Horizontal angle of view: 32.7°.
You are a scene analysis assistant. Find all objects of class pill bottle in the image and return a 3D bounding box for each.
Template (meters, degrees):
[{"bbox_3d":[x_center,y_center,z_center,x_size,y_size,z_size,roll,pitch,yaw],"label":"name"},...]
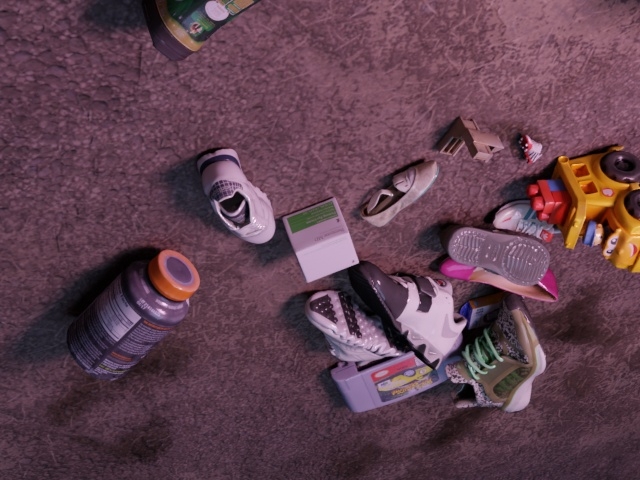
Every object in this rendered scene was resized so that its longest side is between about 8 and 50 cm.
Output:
[{"bbox_3d":[-0.310,0.120,1.843,0.130,0.130,0.245,20,128,-43],"label":"pill bottle"}]

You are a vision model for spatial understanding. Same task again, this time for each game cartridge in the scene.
[{"bbox_3d":[0.179,0.280,2.378,0.294,0.060,0.196,-22,149,2],"label":"game cartridge"}]

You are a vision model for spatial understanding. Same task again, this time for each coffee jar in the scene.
[{"bbox_3d":[-0.142,-0.313,1.386,0.184,0.096,0.079,-33,141,18],"label":"coffee jar"}]

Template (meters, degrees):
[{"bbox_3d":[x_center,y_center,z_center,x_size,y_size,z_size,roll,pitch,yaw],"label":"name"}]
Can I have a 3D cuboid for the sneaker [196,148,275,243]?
[{"bbox_3d":[-0.130,-0.046,1.749,0.090,0.095,0.235,-27,146,6],"label":"sneaker"}]

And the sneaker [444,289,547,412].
[{"bbox_3d":[0.359,0.259,2.305,0.182,0.158,0.410,-14,142,-10],"label":"sneaker"}]

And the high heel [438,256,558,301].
[{"bbox_3d":[0.352,0.077,2.137,0.244,0.117,0.082,2,139,-29],"label":"high heel"}]

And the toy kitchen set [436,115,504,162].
[{"bbox_3d":[0.253,-0.148,1.817,0.068,0.083,0.075,7,136,-33],"label":"toy kitchen set"}]

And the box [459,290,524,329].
[{"bbox_3d":[0.362,0.146,2.315,0.136,0.028,0.081,-16,145,-11],"label":"box"}]

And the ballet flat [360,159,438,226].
[{"bbox_3d":[0.132,-0.082,1.872,0.052,0.057,0.168,23,126,-33],"label":"ballet flat"}]

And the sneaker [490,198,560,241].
[{"bbox_3d":[0.403,-0.034,2.054,0.161,0.075,0.057,-5,142,-22],"label":"sneaker"}]

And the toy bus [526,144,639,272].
[{"bbox_3d":[0.482,-0.051,1.959,0.211,0.220,0.149,-5,139,-12],"label":"toy bus"}]

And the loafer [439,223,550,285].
[{"bbox_3d":[0.329,0.016,2.067,0.251,0.087,0.094,19,99,-30],"label":"loafer"}]

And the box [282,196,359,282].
[{"bbox_3d":[0.000,0.000,1.880,0.101,0.087,0.102,-21,145,-1],"label":"box"}]

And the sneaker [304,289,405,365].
[{"bbox_3d":[0.050,0.185,2.147,0.118,0.110,0.292,-28,145,25],"label":"sneaker"}]

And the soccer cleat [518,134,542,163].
[{"bbox_3d":[0.370,-0.164,1.907,0.035,0.029,0.083,-31,148,-1],"label":"soccer cleat"}]

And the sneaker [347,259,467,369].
[{"bbox_3d":[0.175,0.108,2.107,0.146,0.122,0.330,-48,133,-4],"label":"sneaker"}]
